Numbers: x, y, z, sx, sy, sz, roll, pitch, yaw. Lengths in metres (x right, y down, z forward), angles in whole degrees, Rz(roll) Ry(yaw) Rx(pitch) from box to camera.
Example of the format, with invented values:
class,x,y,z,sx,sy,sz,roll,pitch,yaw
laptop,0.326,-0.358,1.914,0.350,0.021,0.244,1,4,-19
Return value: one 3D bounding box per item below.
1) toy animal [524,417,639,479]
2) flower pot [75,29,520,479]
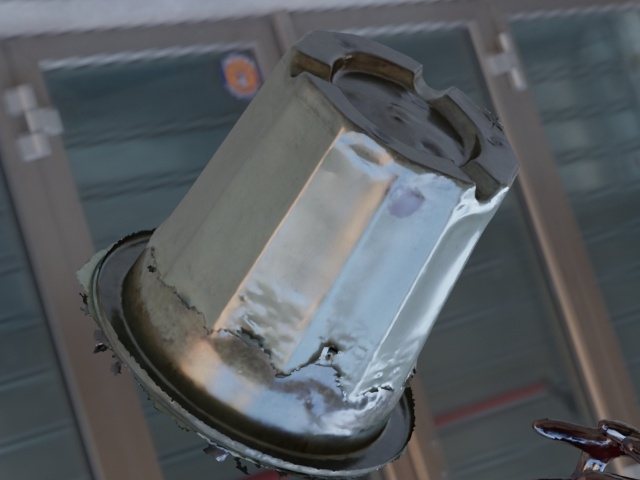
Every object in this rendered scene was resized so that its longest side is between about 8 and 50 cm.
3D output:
class,x,y,z,sx,sy,sz,roll,pitch,yaw
toy animal,0.230,0.062,0.599,0.260,0.087,0.243,10,123,-16
flower pot,0.000,0.000,1.073,0.290,0.290,0.259,-9,139,-52
